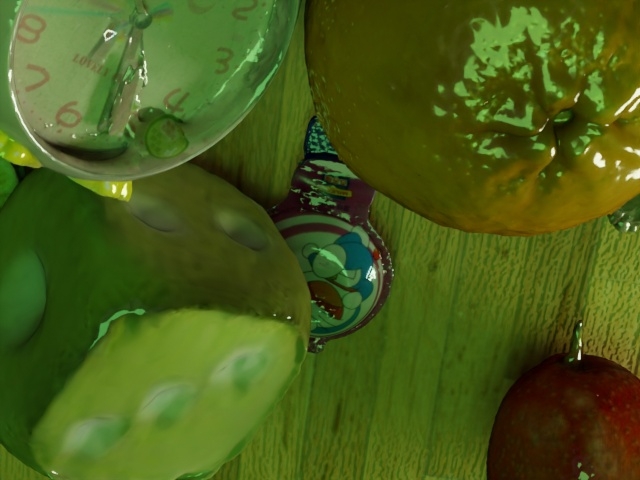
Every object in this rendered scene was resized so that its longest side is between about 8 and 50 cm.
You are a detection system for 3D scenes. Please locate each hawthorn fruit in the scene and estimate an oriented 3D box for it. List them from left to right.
[{"bbox_3d":[0.249,0.185,1.745,0.196,0.196,0.225,-6,100,7],"label":"hawthorn fruit"}]

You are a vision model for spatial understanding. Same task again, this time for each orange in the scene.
[{"bbox_3d":[0.156,-0.160,1.507,0.340,0.293,0.340,-3,121,-5],"label":"orange"}]

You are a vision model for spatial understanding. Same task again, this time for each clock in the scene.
[{"bbox_3d":[-0.164,-0.259,1.489,0.368,0.250,0.376,22,107,-47],"label":"clock"}]

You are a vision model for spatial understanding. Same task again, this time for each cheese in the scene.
[{"bbox_3d":[0.000,0.000,1.734,0.155,0.062,0.244,15,116,-1],"label":"cheese"}]

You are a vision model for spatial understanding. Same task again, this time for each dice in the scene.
[{"bbox_3d":[-0.168,0.070,1.649,0.233,0.227,0.238,14,122,-38],"label":"dice"}]

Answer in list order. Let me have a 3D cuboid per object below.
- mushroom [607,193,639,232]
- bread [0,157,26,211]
[{"bbox_3d":[0.405,-0.139,1.604,0.177,0.126,0.397,37,114,-3],"label":"mushroom"},{"bbox_3d":[-0.407,-0.077,1.701,0.301,0.045,0.301,10,129,12],"label":"bread"}]
